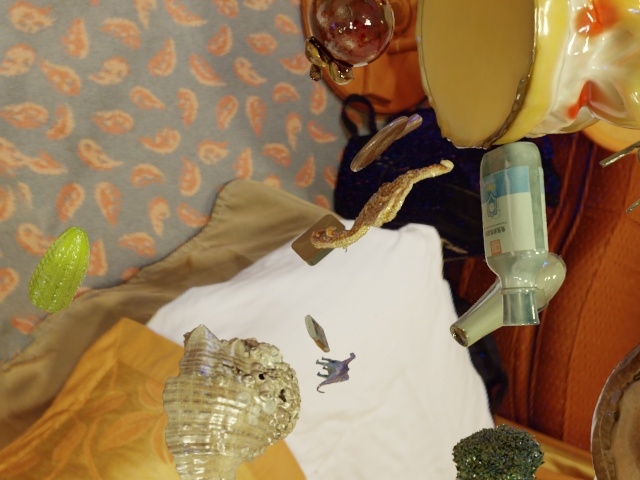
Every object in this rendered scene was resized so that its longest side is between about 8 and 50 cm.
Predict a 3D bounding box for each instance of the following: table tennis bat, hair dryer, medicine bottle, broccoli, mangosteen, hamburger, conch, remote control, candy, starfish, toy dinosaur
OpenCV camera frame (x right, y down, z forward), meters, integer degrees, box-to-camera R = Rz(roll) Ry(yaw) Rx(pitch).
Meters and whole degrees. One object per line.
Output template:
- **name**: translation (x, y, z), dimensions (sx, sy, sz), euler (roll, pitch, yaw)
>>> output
- **table tennis bat**: translation (0.069, -0.190, 1.009), dimensions (0.119, 0.107, 0.170), euler (48, 45, 6)
- **hair dryer**: translation (0.272, 0.120, 1.087), dimensions (0.219, 0.225, 0.088), euler (-21, 67, -40)
- **medicine bottle**: translation (0.226, -0.006, 0.785), dimensions (0.053, 0.090, 0.208), euler (1, 82, -18)
- **broccoli**: translation (0.358, 0.475, 1.341), dimensions (0.194, 0.219, 0.194), euler (-8, 105, -30)
- **mangosteen**: translation (0.056, -0.486, 1.594), dimensions (0.215, 0.215, 0.257), euler (11, 118, -39)
- **hamburger**: translation (0.244, -0.231, 0.740), dimensions (0.186, 0.303, 0.261), euler (-6, 118, -13)
- **conch**: translation (-0.111, 0.194, 0.796), dimensions (0.178, 0.163, 0.245), euler (39, 38, -20)
- **remote control**: translation (-0.009, 0.242, 1.711), dimensions (0.029, 0.065, 0.166), euler (-21, 154, 6)
- **candy**: translation (-0.513, 0.052, 1.342), dimensions (0.096, 0.097, 0.209), euler (8, 131, -39)
- **starfish**: translation (0.080, -0.038, 0.851), dimensions (0.053, 0.209, 0.150), euler (50, 22, -13)
- **toy dinosaur**: translation (0.030, 0.299, 1.548), dimensions (0.197, 0.080, 0.045), euler (-35, 127, -61)

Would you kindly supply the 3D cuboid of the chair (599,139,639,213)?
- **chair**: translation (0.568, -0.140, 1.065), dimensions (0.221, 0.095, 0.104), euler (-38, 109, -6)

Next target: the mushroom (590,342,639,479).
- **mushroom**: translation (0.475, 0.253, 0.832), dimensions (0.259, 0.345, 0.345), euler (16, 87, -26)

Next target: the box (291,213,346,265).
- **box**: translation (0.000, 0.000, 1.564), dimensions (0.126, 0.091, 0.031), euler (-41, 130, -7)

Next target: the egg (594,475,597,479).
- **egg**: translation (0.540, 0.463, 1.083), dimensions (0.196, 0.196, 0.271), euler (44, 42, -34)
